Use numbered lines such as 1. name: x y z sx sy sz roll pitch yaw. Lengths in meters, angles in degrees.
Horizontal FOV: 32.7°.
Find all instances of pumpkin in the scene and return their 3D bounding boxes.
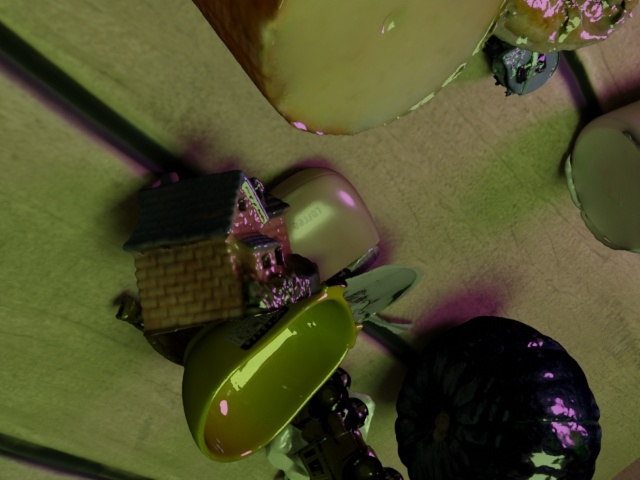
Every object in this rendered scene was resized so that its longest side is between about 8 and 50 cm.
1. pumpkin: 0.286 0.304 1.798 0.266 0.363 0.363 5 131 -30

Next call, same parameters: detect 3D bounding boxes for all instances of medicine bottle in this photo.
1. medicine bottle: 0.577 -0.136 1.619 0.378 0.213 0.214 -21 146 -21

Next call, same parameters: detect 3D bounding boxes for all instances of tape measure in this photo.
1. tape measure: 0.249 -0.227 1.339 0.091 0.054 0.094 -38 139 0

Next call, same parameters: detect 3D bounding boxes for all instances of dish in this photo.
1. dish: -0.079 0.140 1.351 0.262 0.108 0.221 -44 152 -13

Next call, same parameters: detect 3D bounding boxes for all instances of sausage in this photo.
1. sausage: -0.011 -0.255 0.834 0.233 0.287 0.233 -24 147 -17

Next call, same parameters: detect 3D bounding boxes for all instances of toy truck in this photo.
1. toy truck: 0.016 0.291 1.611 0.127 0.257 0.127 -34 149 3

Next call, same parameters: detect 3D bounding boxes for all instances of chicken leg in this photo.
1. chicken leg: -0.185 0.106 1.366 0.093 0.070 0.178 -44 138 13

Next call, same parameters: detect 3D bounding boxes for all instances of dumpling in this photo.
1. dumpling: -0.004 0.315 1.772 0.151 0.124 0.229 23 116 -10

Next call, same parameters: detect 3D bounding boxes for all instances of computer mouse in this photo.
1. computer mouse: 0.000 0.000 1.378 0.145 0.082 0.236 -34 147 -4

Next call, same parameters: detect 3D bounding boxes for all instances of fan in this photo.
1. fan: 0.061 0.106 1.587 0.233 0.012 0.414 -27 161 12

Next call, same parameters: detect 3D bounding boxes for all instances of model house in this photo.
1. model house: -0.103 -0.001 1.198 0.166 0.172 0.183 -13 180 27

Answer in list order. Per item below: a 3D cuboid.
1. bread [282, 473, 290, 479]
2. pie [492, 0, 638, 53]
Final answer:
1. bread: 0.011 0.410 1.913 0.110 0.103 0.156 0 136 -48
2. pie: 0.293 -0.347 1.182 0.339 0.077 0.339 -27 143 -23
